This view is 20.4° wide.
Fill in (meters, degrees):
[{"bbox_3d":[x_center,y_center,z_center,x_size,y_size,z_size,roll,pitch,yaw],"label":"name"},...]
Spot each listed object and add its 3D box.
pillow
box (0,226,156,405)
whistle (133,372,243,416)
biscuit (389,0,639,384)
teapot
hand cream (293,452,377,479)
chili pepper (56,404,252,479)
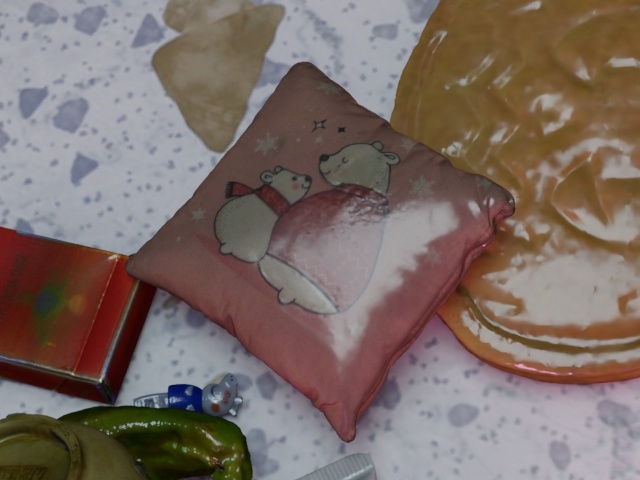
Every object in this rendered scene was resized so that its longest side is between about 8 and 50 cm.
[{"bbox_3d":[0.000,0.000,1.335,0.236,0.084,0.223,37,81,25],"label":"pillow"},{"bbox_3d":[-0.227,0.053,1.387,0.175,0.048,0.112,13,65,12],"label":"box"},{"bbox_3d":[-0.101,0.120,1.352,0.083,0.029,0.033,-6,83,0],"label":"whistle"},{"bbox_3d":[0.233,-0.074,1.389,0.365,0.062,0.385,-2,65,5],"label":"biscuit"},{"bbox_3d":[-0.176,0.224,1.233,0.269,0.183,0.173,-4,40,21],"label":"teapot"},{"bbox_3d":[0.014,0.328,1.210,0.185,0.118,0.359,-25,57,0],"label":"hand cream"},{"bbox_3d":[-0.152,0.154,1.320,0.204,0.072,0.073,-3,45,12],"label":"chili pepper"}]
